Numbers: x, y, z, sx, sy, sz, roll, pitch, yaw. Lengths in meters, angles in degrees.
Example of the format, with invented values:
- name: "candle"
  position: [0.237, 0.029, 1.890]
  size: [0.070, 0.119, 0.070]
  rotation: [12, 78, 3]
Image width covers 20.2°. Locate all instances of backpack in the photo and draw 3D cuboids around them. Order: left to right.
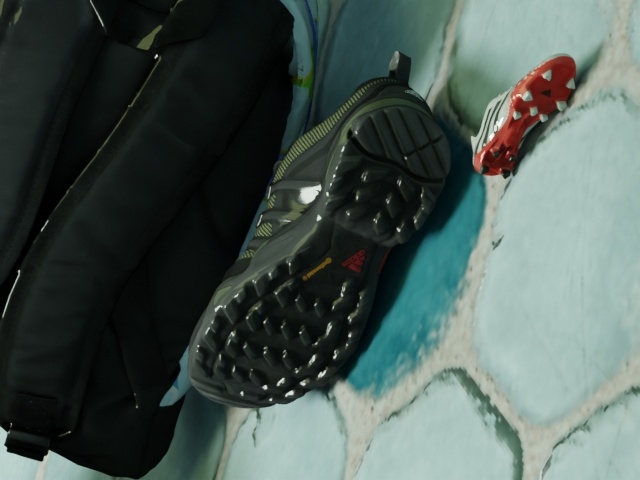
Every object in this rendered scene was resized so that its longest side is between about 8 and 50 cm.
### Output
- name: "backpack"
  position: [-0.146, -0.074, 1.136]
  size: [0.355, 0.290, 0.273]
  rotation: [-61, 5, 38]

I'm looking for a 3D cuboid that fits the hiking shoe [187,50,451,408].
- name: "hiking shoe"
  position: [0.000, 0.000, 1.047]
  size: [0.227, 0.086, 0.114]
  rotation: [-52, 16, 24]

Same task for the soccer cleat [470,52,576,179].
- name: "soccer cleat"
  position: [0.102, -0.069, 0.926]
  size: [0.083, 0.029, 0.035]
  rotation: [-58, 31, 35]
